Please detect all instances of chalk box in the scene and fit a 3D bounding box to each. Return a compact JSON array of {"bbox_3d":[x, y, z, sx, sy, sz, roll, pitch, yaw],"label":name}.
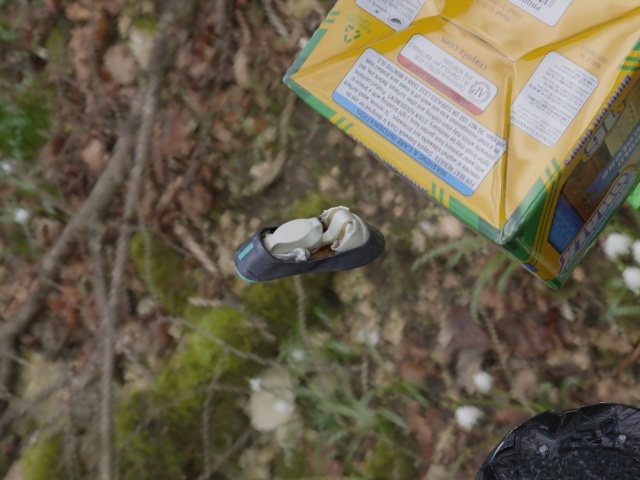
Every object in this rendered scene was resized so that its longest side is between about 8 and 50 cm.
[{"bbox_3d":[0.134,-0.092,0.854,0.179,0.180,0.289,-54,-22,3],"label":"chalk box"}]

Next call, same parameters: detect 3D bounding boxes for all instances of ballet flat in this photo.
[{"bbox_3d":[0.000,0.000,1.383,0.074,0.203,0.074,21,116,52],"label":"ballet flat"}]

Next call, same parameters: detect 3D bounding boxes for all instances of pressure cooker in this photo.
[{"bbox_3d":[0.417,0.481,1.808,0.376,0.420,0.369,-19,49,1],"label":"pressure cooker"}]

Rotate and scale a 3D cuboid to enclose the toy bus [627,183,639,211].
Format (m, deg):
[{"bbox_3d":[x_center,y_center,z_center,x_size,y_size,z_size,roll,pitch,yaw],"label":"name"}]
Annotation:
[{"bbox_3d":[0.336,-0.125,1.213,0.202,0.104,0.191,39,101,38],"label":"toy bus"}]
